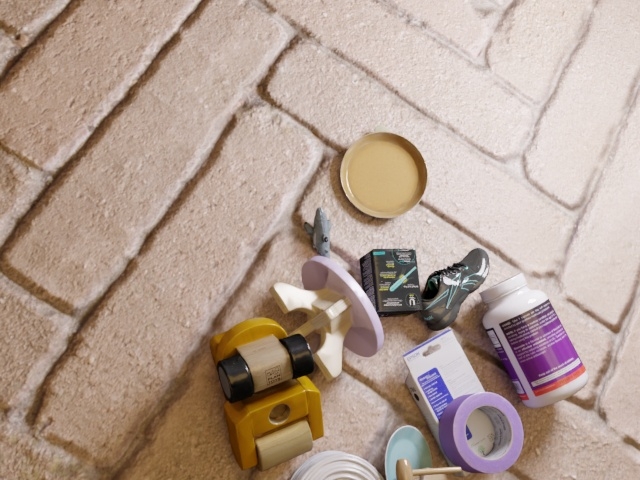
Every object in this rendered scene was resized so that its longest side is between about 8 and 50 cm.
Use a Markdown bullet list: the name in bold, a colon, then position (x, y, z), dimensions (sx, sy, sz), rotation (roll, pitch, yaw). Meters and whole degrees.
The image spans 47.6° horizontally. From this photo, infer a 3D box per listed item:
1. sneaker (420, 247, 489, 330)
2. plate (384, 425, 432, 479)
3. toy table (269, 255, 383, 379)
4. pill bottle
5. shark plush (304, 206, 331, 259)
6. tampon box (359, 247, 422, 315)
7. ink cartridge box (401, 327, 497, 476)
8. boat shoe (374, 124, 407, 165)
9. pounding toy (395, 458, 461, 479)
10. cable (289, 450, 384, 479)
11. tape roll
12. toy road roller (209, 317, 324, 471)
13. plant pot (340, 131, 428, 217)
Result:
- **sneaker**: position (0.347, 0.108, 1.891), dimensions (0.106, 0.101, 0.267), rotation (47, 65, -18)
- **plate**: position (0.205, 0.540, 1.737), dimensions (0.188, 0.024, 0.188), rotation (18, 65, -44)
- **toy table**: position (0.009, 0.185, 1.710), dimensions (0.161, 0.252, 0.274), rotation (-32, 74, -39)
- **pill bottle**: position (0.539, 0.254, 1.874), dimensions (0.181, 0.181, 0.323), rotation (-22, 82, -22)
- **shark plush**: position (0.000, 0.000, 1.842), dimensions (0.073, 0.067, 0.161), rotation (6, 72, -16)
- **tampon box**: position (0.177, 0.109, 1.847), dimensions (0.120, 0.101, 0.161), rotation (0, 75, -17)
- **ink cartridge box**: position (0.333, 0.404, 1.829), dimensions (0.165, 0.065, 0.333), rotation (-24, 84, -22)
- **boat shoe**: position (0.189, -0.257, 1.995), dimensions (0.049, 0.042, 0.133), rotation (-35, 87, -6)
- **pounding toy**: position (0.261, 0.599, 1.644), dimensions (0.269, 0.154, 0.154), rotation (32, 52, -38)
- **cable**: position (0.039, 0.614, 1.658), dimensions (0.257, 0.089, 0.257), rotation (-25, 83, -22)
- **tape roll**: position (0.387, 0.464, 1.752), dimensions (0.189, 0.080, 0.189), rotation (5, 72, -16)
- **toy road roller**: position (-0.137, 0.329, 1.659), dimensions (0.202, 0.240, 0.330), rotation (-17, 117, -22)
- **plant pot**: position (0.169, -0.173, 1.944), dimensions (0.236, 0.032, 0.236), rotation (1, 82, -4)
